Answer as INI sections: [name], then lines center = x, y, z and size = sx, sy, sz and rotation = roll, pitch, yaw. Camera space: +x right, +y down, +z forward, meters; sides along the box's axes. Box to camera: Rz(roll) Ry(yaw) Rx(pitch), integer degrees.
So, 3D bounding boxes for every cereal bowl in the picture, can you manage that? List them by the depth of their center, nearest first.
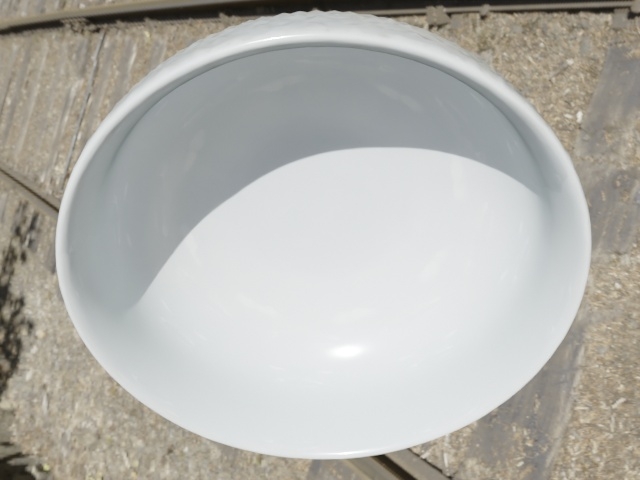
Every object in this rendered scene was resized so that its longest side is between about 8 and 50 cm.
[cereal bowl]
center = 0.000, 0.000, 0.427
size = 0.339, 0.338, 0.141
rotation = -49, 22, 27
